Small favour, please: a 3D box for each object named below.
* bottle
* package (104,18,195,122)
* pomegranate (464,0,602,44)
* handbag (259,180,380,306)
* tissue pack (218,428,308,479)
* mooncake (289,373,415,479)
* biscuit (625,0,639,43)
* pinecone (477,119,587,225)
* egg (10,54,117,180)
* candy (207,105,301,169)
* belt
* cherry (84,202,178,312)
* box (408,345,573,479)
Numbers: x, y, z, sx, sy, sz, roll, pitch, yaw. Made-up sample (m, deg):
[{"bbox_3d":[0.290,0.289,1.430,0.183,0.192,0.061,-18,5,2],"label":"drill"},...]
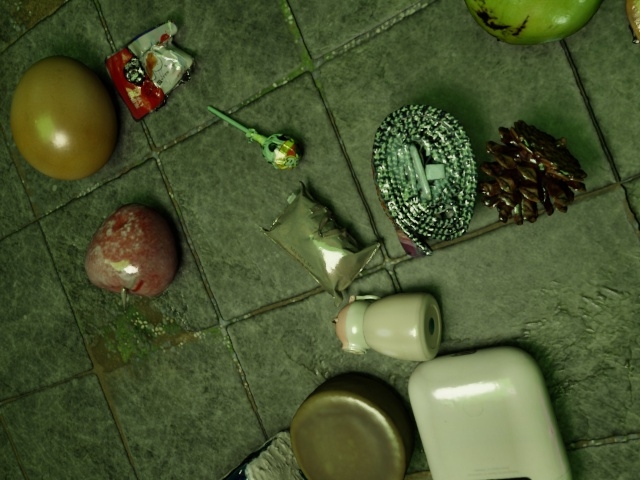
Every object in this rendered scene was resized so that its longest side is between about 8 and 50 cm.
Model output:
[{"bbox_3d":[0.140,0.192,1.164,0.236,0.147,0.148,-5,96,30],"label":"bottle"},{"bbox_3d":[-0.439,-0.446,1.341,0.269,0.071,0.194,-23,87,36],"label":"package"},{"bbox_3d":[0.374,-0.486,0.881,0.260,0.341,0.261,-3,65,7],"label":"pomegranate"},{"bbox_3d":[0.000,0.000,1.205,0.270,0.117,0.182,43,102,12],"label":"handbag"},{"bbox_3d":[-0.186,0.718,1.310,0.416,0.253,0.264,-43,81,23],"label":"tissue pack"},{"bbox_3d":[0.079,0.462,1.217,0.284,0.155,0.285,4,100,23],"label":"mooncake"},{"bbox_3d":[0.653,-0.428,0.917,0.203,0.041,0.260,-37,86,22],"label":"biscuit"},{"bbox_3d":[0.393,-0.121,0.990,0.207,0.207,0.208,3,99,21],"label":"pinecone"},{"bbox_3d":[-0.662,-0.317,1.344,0.250,0.250,0.323,-5,85,22],"label":"egg"},{"bbox_3d":[-0.172,-0.261,1.255,0.305,0.091,0.083,33,110,21],"label":"candy"},{"bbox_3d":[0.218,-0.127,1.077,0.206,0.160,0.295,-22,91,6],"label":"belt"},{"bbox_3d":[-0.492,0.048,1.354,0.235,0.213,0.286,2,75,-4],"label":"cherry"},{"bbox_3d":[0.356,0.407,1.106,0.288,0.141,0.349,-16,92,22],"label":"box"}]
